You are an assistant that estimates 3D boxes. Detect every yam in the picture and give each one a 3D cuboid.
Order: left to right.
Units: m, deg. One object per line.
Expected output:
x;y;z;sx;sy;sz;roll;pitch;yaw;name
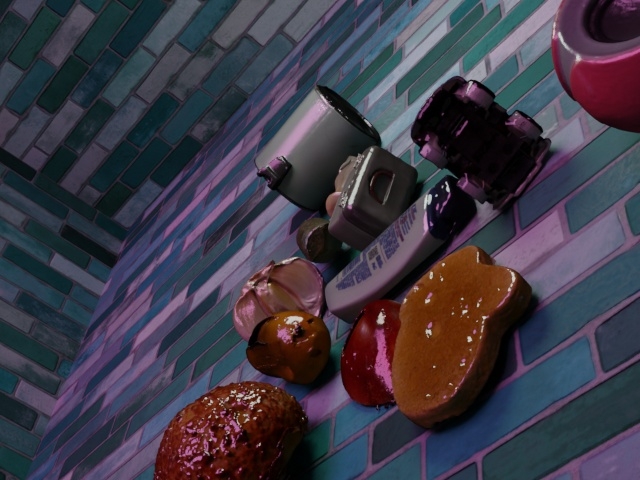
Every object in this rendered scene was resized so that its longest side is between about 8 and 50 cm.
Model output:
0.000;0.000;2.080;0.106;0.106;0.259;-54;9;1;yam

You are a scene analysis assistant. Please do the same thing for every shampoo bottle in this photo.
0.153;0.026;1.795;0.359;0.078;0.134;-44;26;26;shampoo bottle

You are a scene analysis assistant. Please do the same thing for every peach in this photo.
0.091;0.202;1.670;0.189;0.068;0.279;-51;21;16;peach

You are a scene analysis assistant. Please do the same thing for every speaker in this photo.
0.480;-0.289;1.294;0.294;0.294;0.294;-45;22;24;speaker

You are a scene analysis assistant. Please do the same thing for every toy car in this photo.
0.275;-0.181;1.647;0.172;0.235;0.158;-52;8;4;toy car

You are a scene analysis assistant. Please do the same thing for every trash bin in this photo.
-0.009;-0.238;2.369;0.262;0.217;0.277;-49;-15;17;trash bin

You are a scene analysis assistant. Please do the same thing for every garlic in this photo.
-0.086;0.150;2.061;0.229;0.178;0.143;-39;-13;-7;garlic

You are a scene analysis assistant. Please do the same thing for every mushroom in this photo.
0.077;-0.129;2.147;0.108;0.096;0.247;-16;24;18;mushroom

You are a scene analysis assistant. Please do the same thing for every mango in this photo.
-0.063;0.227;1.869;0.248;0.151;0.156;-38;65;56;mango

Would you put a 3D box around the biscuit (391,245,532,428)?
0.228;0.139;1.475;0.287;0.057;0.344;-42;23;31;biscuit

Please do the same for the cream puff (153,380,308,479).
-0.181;0.397;1.678;0.350;0.228;0.350;-57;-1;-2;cream puff

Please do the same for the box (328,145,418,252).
0.112;-0.086;1.968;0.129;0.148;0.210;-43;22;55;box
